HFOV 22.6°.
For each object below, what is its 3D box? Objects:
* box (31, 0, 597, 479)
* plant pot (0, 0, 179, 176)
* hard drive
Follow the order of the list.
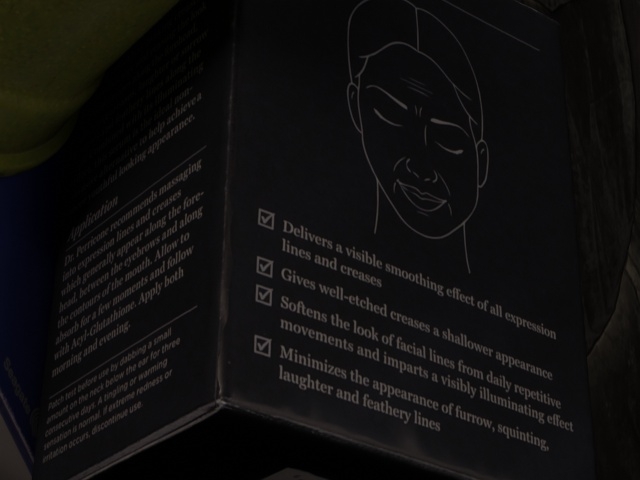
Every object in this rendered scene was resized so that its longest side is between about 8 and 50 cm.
[{"bbox_3d":[0.000,0.000,1.067,0.293,0.212,0.395,22,54,-32],"label":"box"},{"bbox_3d":[-0.156,-0.217,0.939,0.276,0.254,0.276,40,33,-33],"label":"plant pot"},{"bbox_3d":[-0.192,-0.014,1.082,0.318,0.040,0.210,-75,152,-54],"label":"hard drive"}]
